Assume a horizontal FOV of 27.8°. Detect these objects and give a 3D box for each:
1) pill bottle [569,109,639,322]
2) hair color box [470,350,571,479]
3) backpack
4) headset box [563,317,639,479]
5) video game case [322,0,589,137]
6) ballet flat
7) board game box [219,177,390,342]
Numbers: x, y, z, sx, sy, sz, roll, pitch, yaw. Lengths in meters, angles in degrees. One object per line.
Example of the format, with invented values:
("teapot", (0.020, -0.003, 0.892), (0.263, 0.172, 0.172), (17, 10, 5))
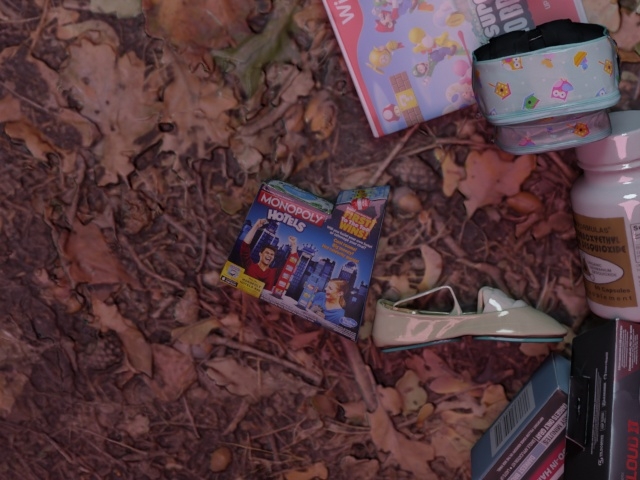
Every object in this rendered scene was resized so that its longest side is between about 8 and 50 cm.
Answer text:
("pill bottle", (0.366, -0.031, 1.536), (0.131, 0.131, 0.229), (-10, 109, 10))
("hair color box", (0.399, 0.331, 1.677), (0.374, 0.113, 0.185), (33, 110, -7))
("backpack", (0.249, -0.170, 1.425), (0.165, 0.188, 0.144), (-8, 94, 9))
("headset box", (0.419, 0.230, 1.543), (0.293, 0.110, 0.218), (15, 67, -15))
("video game case", (0.163, -0.260, 1.529), (0.285, 0.025, 0.204), (-18, 107, 13))
("ballet flat", (0.185, 0.095, 1.635), (0.248, 0.086, 0.086), (-4, 110, 9))
("board game box", (0.000, 0.000, 1.624), (0.194, 0.060, 0.194), (25, 110, -3))
